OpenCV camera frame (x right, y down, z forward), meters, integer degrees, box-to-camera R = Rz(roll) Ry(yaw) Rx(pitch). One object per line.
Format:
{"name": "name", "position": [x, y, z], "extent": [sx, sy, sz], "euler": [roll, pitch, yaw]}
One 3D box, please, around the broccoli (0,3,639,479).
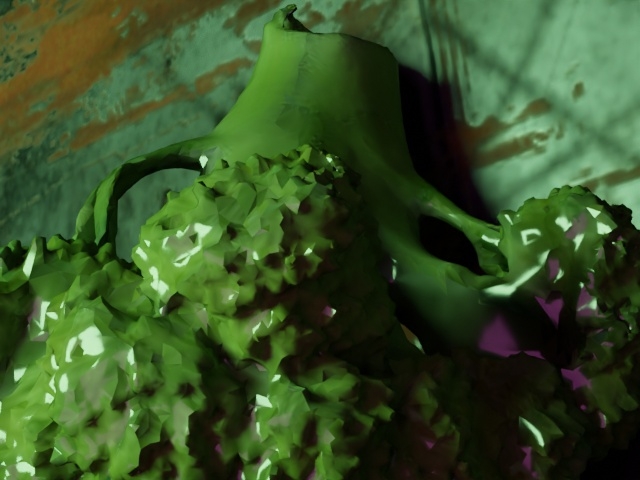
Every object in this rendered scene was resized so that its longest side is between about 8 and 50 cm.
{"name": "broccoli", "position": [0.010, 0.014, 0.490], "extent": [0.254, 0.186, 0.302], "euler": [24, 68, 20]}
